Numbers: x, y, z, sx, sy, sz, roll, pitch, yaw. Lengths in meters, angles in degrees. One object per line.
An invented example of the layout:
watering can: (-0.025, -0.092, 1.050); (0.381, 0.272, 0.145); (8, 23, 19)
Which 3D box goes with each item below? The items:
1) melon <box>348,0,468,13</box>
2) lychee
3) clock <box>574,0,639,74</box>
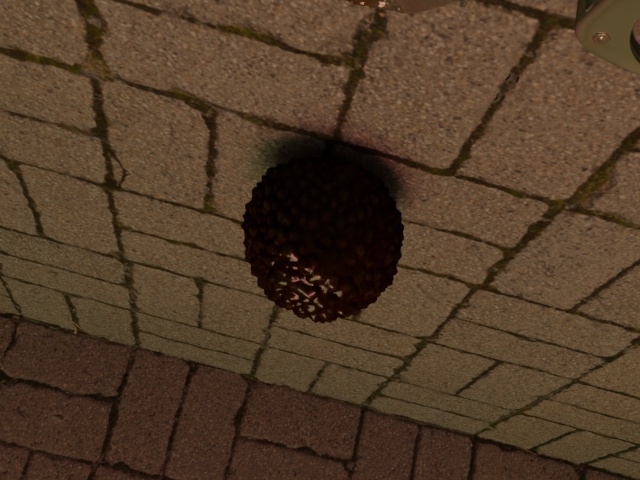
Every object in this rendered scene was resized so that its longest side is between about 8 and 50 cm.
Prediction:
melon: (0.050, -0.263, 0.718); (0.202, 0.093, 0.139); (12, 148, -8)
lychee: (0.000, 0.000, 1.113); (0.236, 0.271, 0.236); (3, 112, 7)
clock: (0.341, -0.203, 0.721); (0.191, 0.062, 0.151); (20, 154, -14)
